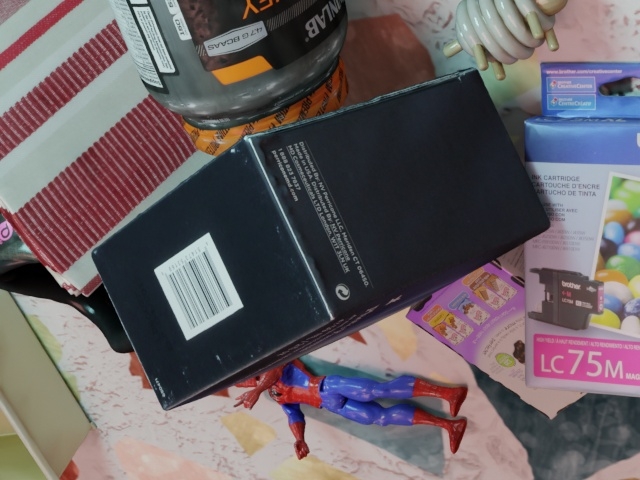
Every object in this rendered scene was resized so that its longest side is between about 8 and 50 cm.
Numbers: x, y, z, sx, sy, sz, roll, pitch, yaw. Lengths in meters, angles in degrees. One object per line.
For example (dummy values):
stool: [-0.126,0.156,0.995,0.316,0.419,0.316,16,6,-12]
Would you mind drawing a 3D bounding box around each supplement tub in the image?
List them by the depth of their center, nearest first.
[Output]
supplement tub: [-0.100,-0.259,1.484,0.207,0.207,0.338,-4,125,27]

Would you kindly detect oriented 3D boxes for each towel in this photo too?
towel: [-0.263,-0.136,1.654,0.329,0.237,0.037,54,157,-21]

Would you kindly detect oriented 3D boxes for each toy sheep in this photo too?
toy sheep: [0.167,-0.199,1.487,0.132,0.091,0.091,-26,113,24]

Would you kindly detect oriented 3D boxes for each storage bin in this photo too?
storage bin: [-0.463,0.193,2.068,0.260,0.123,0.262,-10,121,31]

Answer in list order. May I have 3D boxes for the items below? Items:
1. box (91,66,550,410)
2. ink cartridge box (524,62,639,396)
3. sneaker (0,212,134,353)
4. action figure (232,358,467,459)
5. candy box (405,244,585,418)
box: [0.000,0.000,1.526,0.296,0.294,0.183,-31,83,50]
ink cartridge box: [0.284,-0.010,1.518,0.186,0.065,0.311,3,99,25]
sneaker: [-0.321,-0.065,1.742,0.483,0.202,0.185,38,131,-7]
action figure: [0.012,0.198,1.847,0.280,0.139,0.091,12,129,19]
candy box: [0.212,0.078,1.679,0.196,0.070,0.165,36,144,-5]
